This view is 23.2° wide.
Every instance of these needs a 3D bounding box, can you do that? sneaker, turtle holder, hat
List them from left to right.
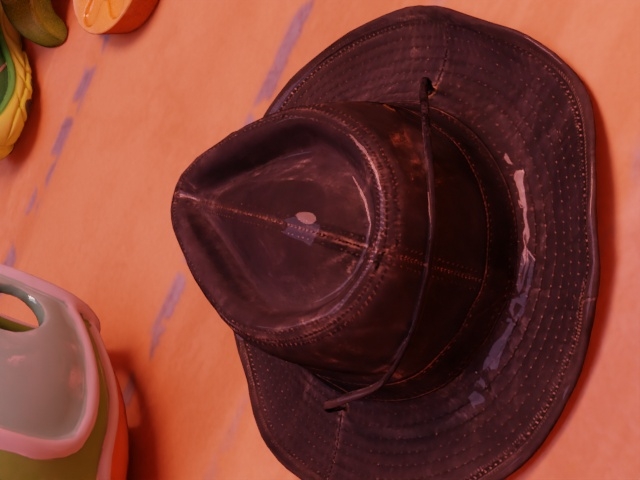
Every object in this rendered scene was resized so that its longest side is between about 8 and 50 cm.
[{"bbox_3d":[-0.286,0.130,1.090,0.320,0.243,0.227,12,66,15],"label":"turtle holder"},{"bbox_3d":[-0.334,-0.193,1.352,0.109,0.123,0.295,-53,45,28],"label":"sneaker"},{"bbox_3d":[0.000,0.000,0.893,0.331,0.134,0.331,-14,71,48],"label":"hat"}]

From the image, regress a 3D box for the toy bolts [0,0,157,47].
[{"bbox_3d":[-0.229,-0.274,1.215,0.218,0.158,0.228,17,94,51],"label":"toy bolts"}]
